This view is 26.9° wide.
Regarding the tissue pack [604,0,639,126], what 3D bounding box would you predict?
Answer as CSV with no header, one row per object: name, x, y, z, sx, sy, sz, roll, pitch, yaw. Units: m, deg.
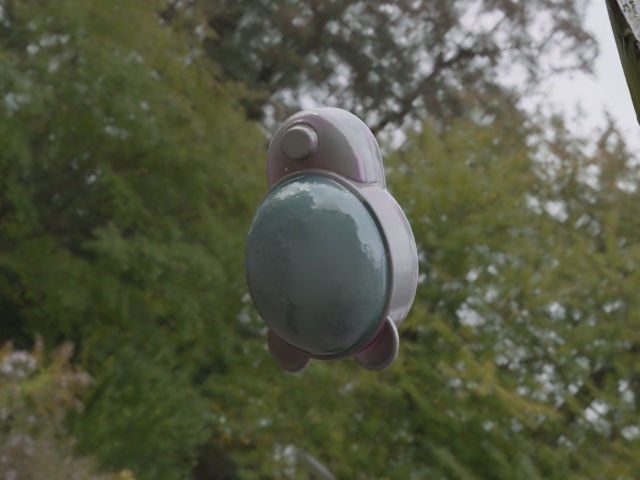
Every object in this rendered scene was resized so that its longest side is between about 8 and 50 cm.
tissue pack,0.471,-0.198,1.588,0.370,0.198,0.210,54,15,-54

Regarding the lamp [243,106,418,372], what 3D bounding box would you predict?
lamp,-0.002,-0.001,1.229,0.180,0.246,0.108,-6,-2,39
